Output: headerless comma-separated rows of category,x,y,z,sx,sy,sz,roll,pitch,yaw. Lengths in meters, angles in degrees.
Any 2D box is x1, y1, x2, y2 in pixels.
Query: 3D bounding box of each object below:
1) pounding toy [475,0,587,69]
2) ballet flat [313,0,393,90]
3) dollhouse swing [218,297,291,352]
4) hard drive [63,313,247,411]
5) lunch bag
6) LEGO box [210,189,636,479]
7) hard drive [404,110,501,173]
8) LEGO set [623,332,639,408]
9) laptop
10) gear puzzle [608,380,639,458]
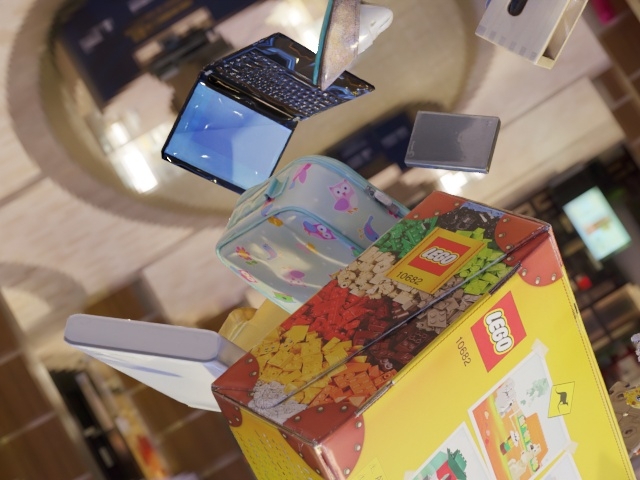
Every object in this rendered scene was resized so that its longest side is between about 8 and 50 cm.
pounding toy,0.220,-0.262,1.547,0.141,0.100,0.130,-64,167,11
ballet flat,0.060,-0.371,2.232,0.106,0.316,0.107,8,174,1
dollhouse swing,0.032,0.239,2.366,0.305,0.347,0.315,-41,145,27
hard drive,-0.144,0.159,1.817,0.203,0.040,0.307,5,163,25
lunch bag,0.000,0.000,1.924,0.279,0.224,0.108,-29,-152,57
LEGO box,0.149,0.259,1.741,0.372,0.500,0.193,-40,-145,-24
hard drive,0.206,-0.154,2.357,0.135,0.094,0.022,7,158,24
LEGO set,0.455,0.221,1.998,0.093,0.227,0.087,-17,169,3
laptop,-0.084,-0.193,2.421,0.264,0.136,0.234,-19,151,37
gear puzzle,0.484,0.370,2.587,0.339,0.044,0.175,-41,-155,-27
